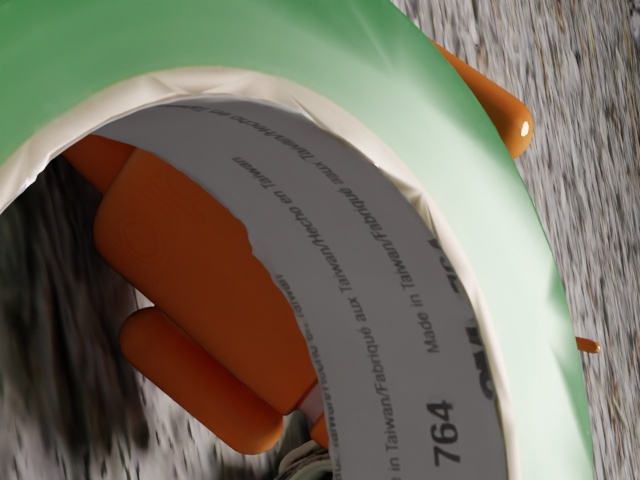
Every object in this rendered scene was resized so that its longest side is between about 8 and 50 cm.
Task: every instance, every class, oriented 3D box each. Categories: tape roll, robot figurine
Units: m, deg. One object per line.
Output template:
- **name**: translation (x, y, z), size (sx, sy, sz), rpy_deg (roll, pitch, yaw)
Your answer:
- **tape roll**: translation (-0.043, 0.076, 0.475), size (0.321, 0.077, 0.321), rpy_deg (8, 79, -47)
- **robot figurine**: translation (-0.001, 0.001, 0.682), size (0.219, 0.158, 0.128), rpy_deg (40, -17, 4)

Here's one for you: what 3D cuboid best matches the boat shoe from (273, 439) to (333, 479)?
- **boat shoe**: translation (0.029, 0.142, 0.778), size (0.335, 0.121, 0.119), rpy_deg (-70, 149, -54)
